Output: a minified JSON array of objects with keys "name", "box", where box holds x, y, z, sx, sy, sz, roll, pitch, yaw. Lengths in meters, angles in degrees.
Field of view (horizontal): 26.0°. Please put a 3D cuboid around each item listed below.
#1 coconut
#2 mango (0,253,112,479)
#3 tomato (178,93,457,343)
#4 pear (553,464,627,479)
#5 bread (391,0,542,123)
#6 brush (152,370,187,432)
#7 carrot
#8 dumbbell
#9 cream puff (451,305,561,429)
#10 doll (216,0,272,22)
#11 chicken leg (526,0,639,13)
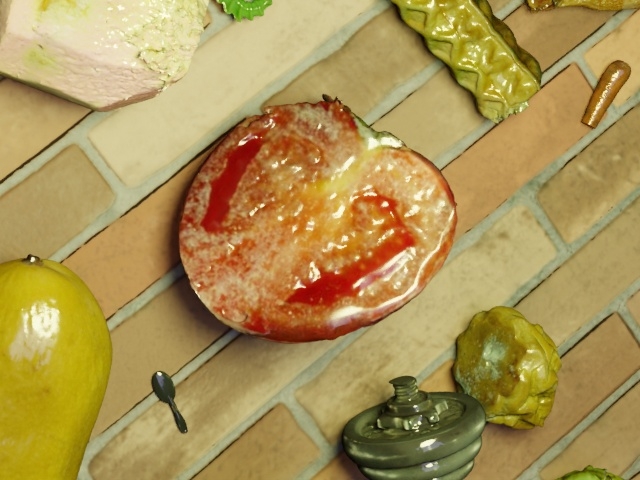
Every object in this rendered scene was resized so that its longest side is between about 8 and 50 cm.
[{"name":"coconut","box":[-0.248,-0.260,1.438,0.245,0.233,0.233,22,89,-23]},{"name":"mango","box":[-0.337,0.177,1.499,0.195,0.142,0.332,16,93,-15]},{"name":"tomato","box":[0.003,-0.002,1.583,0.309,0.170,0.309,-3,76,11]},{"name":"pear","box":[0.391,0.432,1.770,0.255,0.164,0.238,18,59,-33]},{"name":"bread","box":[0.158,-0.261,1.647,0.098,0.087,0.269,-46,108,-8]},{"name":"brush","box":[-0.174,0.189,1.624,0.024,0.008,0.083,-28,105,-16]},{"name":"carrot","box":[0.361,-0.186,1.757,0.032,0.032,0.093,29,91,-19]},{"name":"dumbbell","box":[0.139,0.356,1.662,0.179,0.179,0.406,-16,102,-17]},{"name":"cream puff","box":[0.240,0.159,1.707,0.116,0.146,0.146,19,89,-40]},{"name":"doll","box":[-0.112,-0.338,1.568,0.115,0.050,0.190,-24,106,-17]},{"name":"chicken leg","box":[0.347,-0.329,1.708,0.207,0.085,0.101,-14,134,-10]}]
